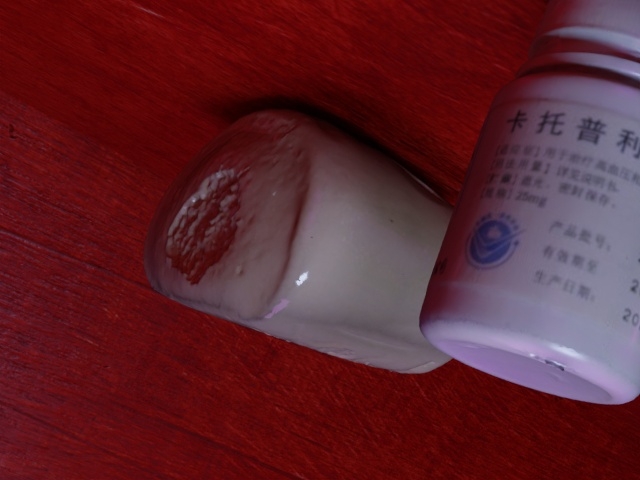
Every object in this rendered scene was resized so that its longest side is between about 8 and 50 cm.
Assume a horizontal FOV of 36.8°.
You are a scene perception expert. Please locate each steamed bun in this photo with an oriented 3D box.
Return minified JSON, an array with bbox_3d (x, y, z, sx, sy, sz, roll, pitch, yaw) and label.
[{"bbox_3d":[0.000,0.000,1.320,0.371,0.290,0.456,23,173,-34],"label":"steamed bun"}]

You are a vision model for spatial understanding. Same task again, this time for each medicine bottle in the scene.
[{"bbox_3d":[0.194,-0.037,0.723,0.170,0.293,0.170,21,167,5],"label":"medicine bottle"}]
